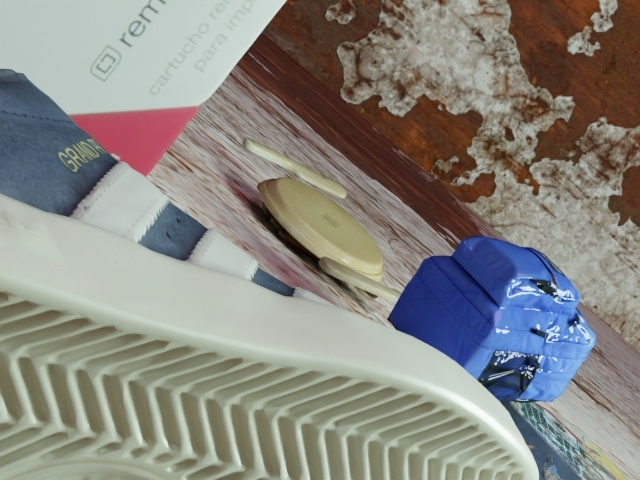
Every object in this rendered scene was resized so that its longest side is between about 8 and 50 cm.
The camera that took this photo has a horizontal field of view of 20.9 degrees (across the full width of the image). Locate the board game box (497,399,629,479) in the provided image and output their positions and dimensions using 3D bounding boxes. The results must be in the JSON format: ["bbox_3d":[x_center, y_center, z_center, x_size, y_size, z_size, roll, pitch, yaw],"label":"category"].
[{"bbox_3d":[0.204,0.200,1.199,0.165,0.042,0.243,32,12,-50],"label":"board game box"}]

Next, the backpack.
[{"bbox_3d":[0.129,0.056,1.172,0.120,0.101,0.098,17,29,-41],"label":"backpack"}]

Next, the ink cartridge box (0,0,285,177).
[{"bbox_3d":[-0.163,-0.130,0.568,0.306,0.226,0.131,31,11,-48],"label":"ink cartridge box"}]

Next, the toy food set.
[{"bbox_3d":[0.000,0.000,1.383,0.132,0.038,0.192,26,20,-37],"label":"toy food set"}]

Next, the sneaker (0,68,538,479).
[{"bbox_3d":[-0.066,0.025,0.509,0.350,0.131,0.148,33,16,-47],"label":"sneaker"}]

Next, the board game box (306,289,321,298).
[{"bbox_3d":[0.053,0.096,1.097,0.154,0.026,0.103,33,11,-46],"label":"board game box"}]
